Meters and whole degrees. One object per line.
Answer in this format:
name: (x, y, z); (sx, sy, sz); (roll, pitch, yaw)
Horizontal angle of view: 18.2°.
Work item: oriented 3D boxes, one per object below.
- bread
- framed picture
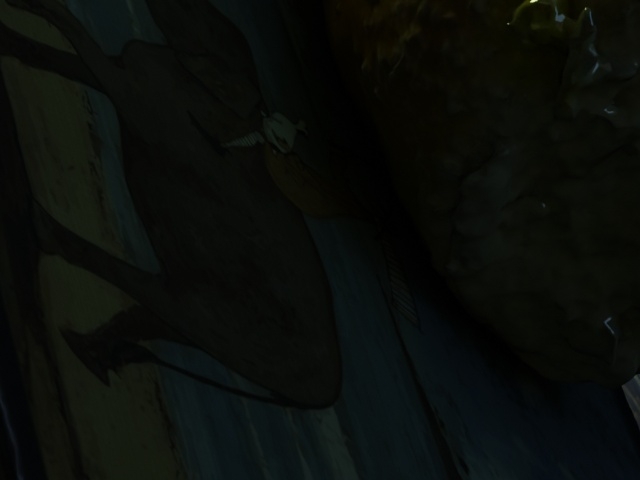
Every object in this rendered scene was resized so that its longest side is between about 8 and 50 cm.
bread: (0.104, -0.087, 0.657); (0.176, 0.195, 0.246); (41, 28, -38)
framed picture: (0.000, 0.000, 0.615); (0.347, 0.016, 0.265); (24, 39, -49)
